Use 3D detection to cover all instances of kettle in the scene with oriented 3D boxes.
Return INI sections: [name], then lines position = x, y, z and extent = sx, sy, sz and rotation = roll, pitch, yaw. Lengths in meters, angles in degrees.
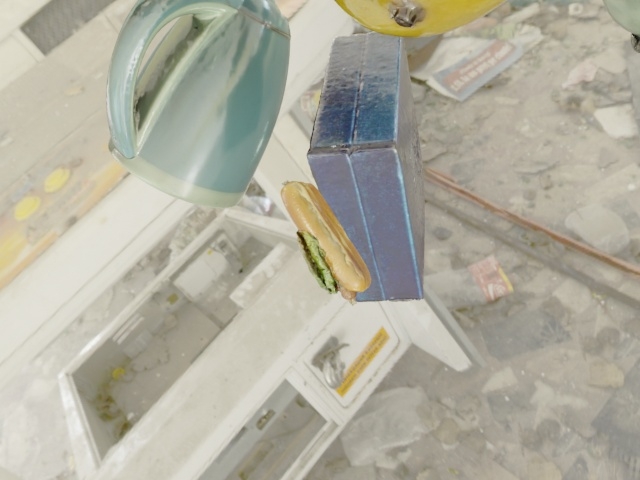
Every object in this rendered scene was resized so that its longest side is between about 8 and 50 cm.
[kettle]
position = -0.194, -0.257, 0.888
extent = 0.247, 0.320, 0.342
rotation = 40, 112, 24

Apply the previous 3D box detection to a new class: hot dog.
[hot dog]
position = 0.000, 0.000, 0.500
extent = 0.041, 0.056, 0.133
rotation = -34, 80, 13

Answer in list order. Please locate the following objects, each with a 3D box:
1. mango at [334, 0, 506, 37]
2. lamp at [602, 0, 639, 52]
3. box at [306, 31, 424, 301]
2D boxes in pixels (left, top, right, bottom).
[mango]
position = 0.097, -0.295, 0.372
extent = 0.195, 0.142, 0.331
rotation = 18, 87, 25
[lamp]
position = 0.433, -0.346, 0.630
extent = 0.198, 0.244, 0.197
rotation = -2, 81, 10
[box]
position = 0.080, -0.099, 0.756
extent = 0.116, 0.278, 0.261
rotation = -4, 47, 16
